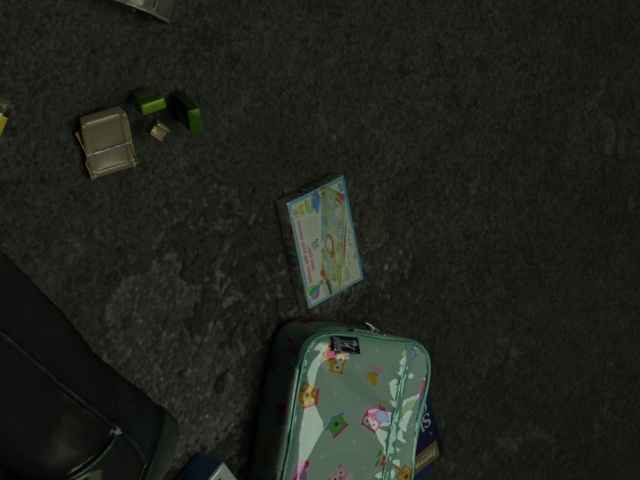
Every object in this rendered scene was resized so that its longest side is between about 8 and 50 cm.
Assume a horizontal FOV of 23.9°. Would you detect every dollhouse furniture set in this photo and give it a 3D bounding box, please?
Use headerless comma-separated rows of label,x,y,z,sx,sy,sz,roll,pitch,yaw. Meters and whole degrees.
dollhouse furniture set,-0.220,-0.135,1.789,0.151,0.058,0.076,-19,121,-17

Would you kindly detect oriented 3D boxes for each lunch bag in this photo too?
lunch bag,0.033,0.242,2.014,0.224,0.108,0.279,9,93,-28

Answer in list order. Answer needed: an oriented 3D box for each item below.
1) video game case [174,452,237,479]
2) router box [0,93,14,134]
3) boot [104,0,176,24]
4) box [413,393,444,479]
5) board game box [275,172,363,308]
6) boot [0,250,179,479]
video game case,-0.166,0.453,1.942,0.269,0.061,0.244,-49,126,-23
router box,-0.427,-0.124,1.586,0.179,0.046,0.133,27,81,-42
boot,-0.158,-0.355,1.761,0.189,0.076,0.208,12,84,-29
box,0.108,0.276,2.170,0.136,0.036,0.225,-33,121,-32
board game box,0.000,0.000,2.015,0.103,0.026,0.154,-27,117,-35
boot,-0.356,0.216,1.616,0.445,0.146,0.367,53,38,-40
